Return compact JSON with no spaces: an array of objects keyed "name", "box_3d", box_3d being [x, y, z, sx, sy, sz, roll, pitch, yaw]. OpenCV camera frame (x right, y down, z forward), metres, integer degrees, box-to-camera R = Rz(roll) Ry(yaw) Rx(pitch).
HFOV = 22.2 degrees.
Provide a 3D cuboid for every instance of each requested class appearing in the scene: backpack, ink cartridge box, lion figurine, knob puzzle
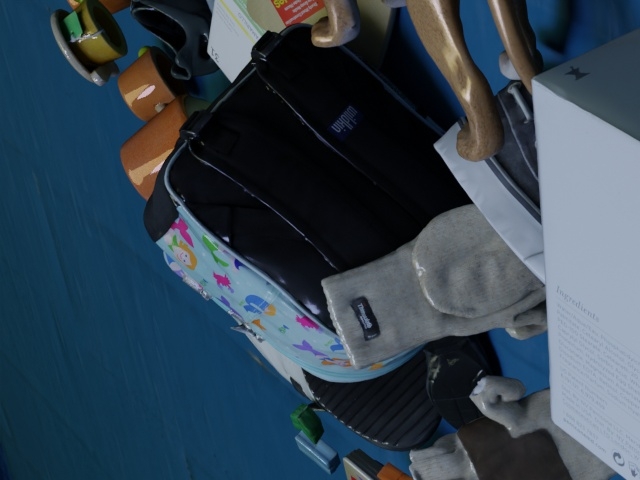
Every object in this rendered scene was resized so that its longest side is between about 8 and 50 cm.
[{"name":"backpack","box_3d":[0.008,-0.014,1.307,0.253,0.225,0.191,37,154,4]},{"name":"ink cartridge box","box_3d":[-0.040,-0.129,1.521,0.171,0.056,0.235,53,153,23]},{"name":"lion figurine","box_3d":[0.053,-0.227,1.113,0.392,0.142,0.240,34,145,47]},{"name":"knob puzzle","box_3d":[0.001,-0.225,1.346,0.213,0.030,0.213,27,133,32]}]

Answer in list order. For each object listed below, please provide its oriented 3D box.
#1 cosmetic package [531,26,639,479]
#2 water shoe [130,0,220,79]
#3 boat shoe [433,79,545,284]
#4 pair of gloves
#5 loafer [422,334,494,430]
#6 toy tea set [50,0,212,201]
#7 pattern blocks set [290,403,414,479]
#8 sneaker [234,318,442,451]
[{"name":"cosmetic package","box_3d":[0.239,-0.006,0.835,0.138,0.224,0.225,37,146,47]},{"name":"water shoe","box_3d":[-0.154,-0.252,1.598,0.203,0.080,0.073,58,156,13]},{"name":"boat shoe","box_3d":[0.176,-0.019,1.063,0.108,0.102,0.301,40,-170,-32]},{"name":"pair of gloves","box_3d":[0.136,0.091,1.204,0.240,0.204,0.042,61,180,2]},{"name":"loafer","box_3d":[0.118,0.095,1.433,0.061,0.062,0.170,-82,-22,-53]},{"name":"toy tea set","box_3d":[-0.164,-0.179,1.684,0.336,0.124,0.200,61,-165,3]},{"name":"pattern blocks set","box_3d":[0.100,0.270,1.547,0.325,0.026,0.285,40,167,8]},{"name":"sneaker","box_3d":[0.016,0.105,1.598,0.330,0.122,0.146,43,168,38]}]
